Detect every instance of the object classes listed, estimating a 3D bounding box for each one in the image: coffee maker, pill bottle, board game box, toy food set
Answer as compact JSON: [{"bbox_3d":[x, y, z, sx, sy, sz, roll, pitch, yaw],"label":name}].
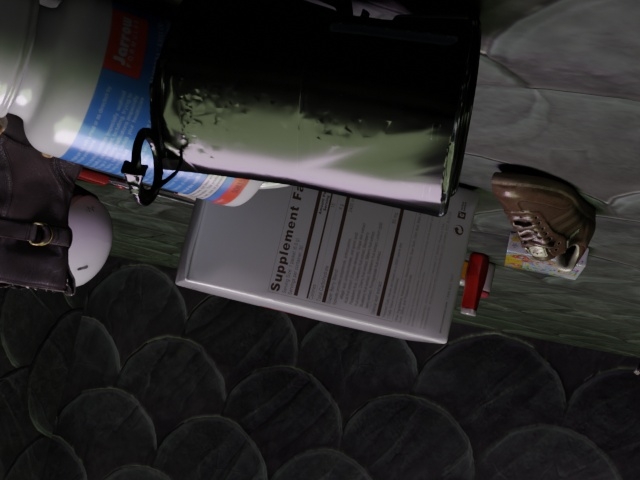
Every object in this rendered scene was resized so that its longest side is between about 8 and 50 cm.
[{"bbox_3d":[-0.001,-0.073,0.636,0.178,0.171,0.120,10,157,8],"label":"coffee maker"},{"bbox_3d":[-0.145,-0.110,0.795,0.221,0.124,0.124,15,173,-25],"label":"pill bottle"},{"bbox_3d":[0.306,0.023,1.464,0.103,0.026,0.154,11,173,11],"label":"board game box"},{"bbox_3d":[0.207,0.070,1.706,0.111,0.105,0.232,10,173,25],"label":"toy food set"}]

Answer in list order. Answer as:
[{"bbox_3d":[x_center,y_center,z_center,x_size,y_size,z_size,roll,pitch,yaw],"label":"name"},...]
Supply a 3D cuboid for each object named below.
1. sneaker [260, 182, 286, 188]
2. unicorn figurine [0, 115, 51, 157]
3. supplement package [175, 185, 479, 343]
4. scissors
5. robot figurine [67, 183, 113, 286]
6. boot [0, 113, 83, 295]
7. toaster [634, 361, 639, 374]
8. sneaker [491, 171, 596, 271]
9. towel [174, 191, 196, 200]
[{"bbox_3d":[-0.105,-0.106,0.999,0.240,0.091,0.126,18,-173,17],"label":"sneaker"},{"bbox_3d":[-0.259,-0.132,1.038,0.060,0.111,0.162,-28,124,35],"label":"unicorn figurine"},{"bbox_3d":[0.000,0.000,1.215,0.292,0.175,0.177,14,174,-10],"label":"supplement package"},{"bbox_3d":[-0.347,-0.098,1.761,0.297,0.021,0.109,15,173,-28],"label":"scissors"},{"bbox_3d":[-0.480,-0.029,1.781,0.278,0.209,0.173,25,168,8],"label":"robot figurine"},{"bbox_3d":[-0.387,-0.056,1.257,0.262,0.229,0.091,17,172,-32],"label":"boot"},{"bbox_3d":[0.382,0.049,0.932,0.110,0.168,0.185,14,173,-18],"label":"toaster"},{"bbox_3d":[0.229,-0.017,1.087,0.066,0.071,0.188,7,172,40],"label":"sneaker"},{"bbox_3d":[-0.017,-0.041,1.516,0.329,0.037,0.237,8,172,39],"label":"towel"}]
